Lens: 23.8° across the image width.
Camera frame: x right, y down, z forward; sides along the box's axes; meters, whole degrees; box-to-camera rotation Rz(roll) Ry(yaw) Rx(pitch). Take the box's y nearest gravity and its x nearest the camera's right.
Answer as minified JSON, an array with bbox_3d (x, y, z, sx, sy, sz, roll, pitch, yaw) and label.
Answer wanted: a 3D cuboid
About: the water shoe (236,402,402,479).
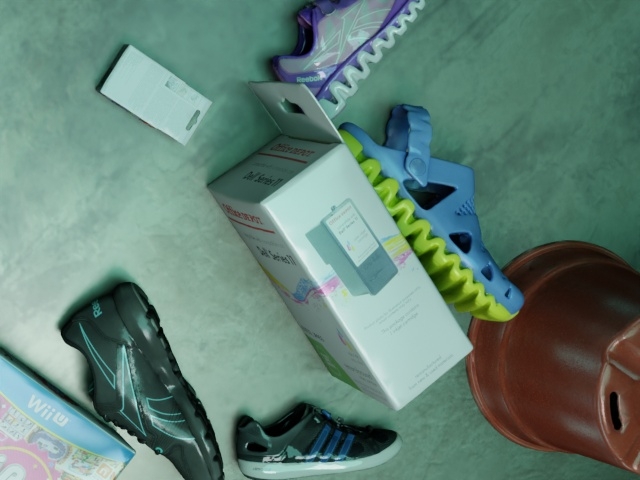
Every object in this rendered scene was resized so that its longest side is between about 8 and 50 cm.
[{"bbox_3d":[0.002,0.230,1.785,0.203,0.073,0.080,-7,97,-19],"label":"water shoe"}]

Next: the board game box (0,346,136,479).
[{"bbox_3d":[-0.384,0.277,1.641,0.224,0.097,0.303,40,83,-21],"label":"board game box"}]

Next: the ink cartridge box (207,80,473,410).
[{"bbox_3d":[0.000,0.000,1.680,0.119,0.207,0.353,-37,107,-13],"label":"ink cartridge box"}]

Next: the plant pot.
[{"bbox_3d":[0.349,0.152,1.796,0.272,0.265,0.272,-3,99,-19],"label":"plant pot"}]

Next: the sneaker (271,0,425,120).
[{"bbox_3d":[0.032,-0.246,1.723,0.104,0.095,0.236,40,84,-12],"label":"sneaker"}]

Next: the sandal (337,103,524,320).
[{"bbox_3d":[0.136,-0.038,1.763,0.138,0.126,0.317,-45,104,-16],"label":"sandal"}]

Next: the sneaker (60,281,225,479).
[{"bbox_3d":[-0.194,0.180,1.708,0.106,0.101,0.267,-26,98,-2],"label":"sneaker"}]

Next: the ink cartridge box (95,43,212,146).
[{"bbox_3d":[-0.184,-0.160,1.687,0.115,0.029,0.063,34,85,-22],"label":"ink cartridge box"}]
